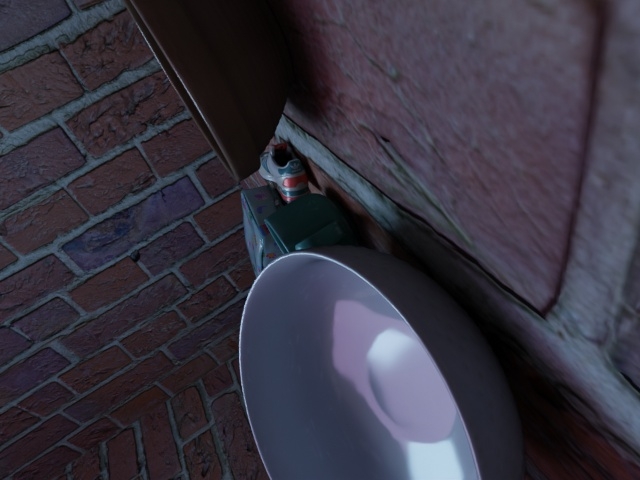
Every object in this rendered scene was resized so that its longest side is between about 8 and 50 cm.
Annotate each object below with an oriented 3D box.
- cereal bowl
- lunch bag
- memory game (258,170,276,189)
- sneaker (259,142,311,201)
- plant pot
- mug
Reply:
[{"bbox_3d":[0.056,0.167,0.450,0.339,0.141,0.338,12,106,49],"label":"cereal bowl"},{"bbox_3d":[-0.146,-0.010,1.182,0.279,0.108,0.224,99,154,-51],"label":"lunch bag"},{"bbox_3d":[-0.162,-0.209,1.071,0.186,0.012,0.186,56,172,11],"label":"memory game"},{"bbox_3d":[-0.062,-0.125,0.676,0.161,0.057,0.075,-130,27,-49],"label":"sneaker"},{"bbox_3d":[-0.102,-0.187,0.434,0.237,0.110,0.237,57,172,13],"label":"plant pot"},{"bbox_3d":[0.001,0.005,0.587,0.158,0.097,0.129,46,165,54],"label":"mug"}]
